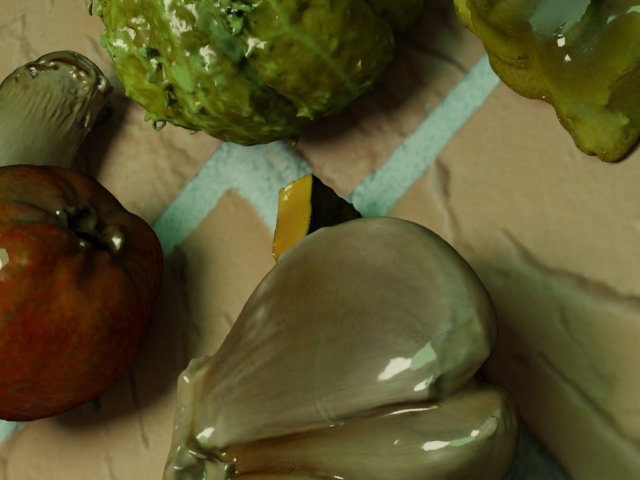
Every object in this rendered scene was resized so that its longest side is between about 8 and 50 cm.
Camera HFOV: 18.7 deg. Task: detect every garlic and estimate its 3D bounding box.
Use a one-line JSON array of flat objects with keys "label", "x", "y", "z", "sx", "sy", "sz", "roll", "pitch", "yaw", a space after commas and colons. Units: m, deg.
[{"label": "garlic", "x": 0.026, "y": 0.117, "z": 1.383, "sx": 0.325, "sy": 0.132, "sz": 0.279, "roll": -16, "pitch": 63, "yaw": 37}]

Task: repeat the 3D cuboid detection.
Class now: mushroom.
[{"label": "mushroom", "x": -0.340, "y": -0.011, "z": 1.763, "sx": 0.126, "sy": 0.177, "sz": 0.397, "roll": 45, "pitch": 100, "yaw": 2}]

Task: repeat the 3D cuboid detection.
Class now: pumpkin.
[{"label": "pumpkin", "x": 0.000, "y": 0.000, "z": 1.516, "sx": 0.054, "sy": 0.074, "sz": 0.083, "roll": -8, "pitch": 62, "yaw": 33}]

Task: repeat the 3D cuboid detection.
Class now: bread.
[{"label": "bread", "x": 0.186, "y": -0.181, "z": 1.443, "sx": 0.161, "sy": 0.088, "sz": 0.233, "roll": -48, "pitch": 46, "yaw": 7}]

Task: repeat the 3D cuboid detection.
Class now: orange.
[{"label": "orange", "x": -0.059, "y": -0.230, "z": 1.593, "sx": 0.301, "sy": 0.223, "sz": 0.300, "roll": 16, "pitch": 73, "yaw": 46}]

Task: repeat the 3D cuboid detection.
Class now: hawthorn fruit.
[{"label": "hawthorn fruit", "x": -0.254, "y": 0.066, "z": 1.628, "sx": 0.262, "sy": 0.210, "sz": 0.210, "roll": -52, "pitch": 41, "yaw": 31}]
